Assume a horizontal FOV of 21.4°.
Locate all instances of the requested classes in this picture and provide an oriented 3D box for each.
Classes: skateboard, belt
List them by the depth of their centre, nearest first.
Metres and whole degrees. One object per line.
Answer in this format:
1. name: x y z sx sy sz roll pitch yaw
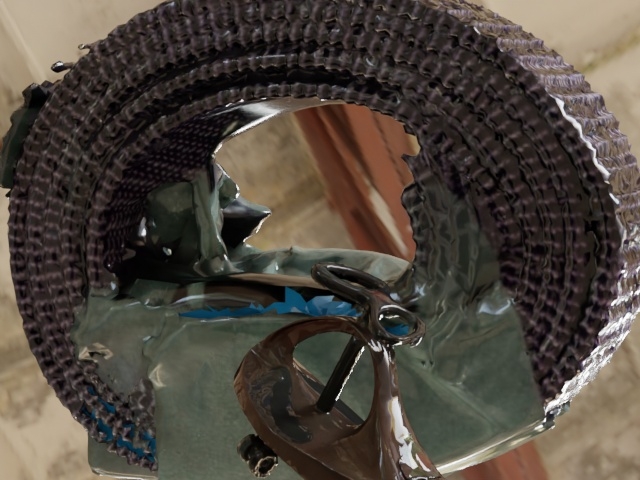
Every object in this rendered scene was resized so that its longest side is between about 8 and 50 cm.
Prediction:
1. skateboard: 0.025 0.072 0.577 0.067 0.151 0.080 0 -57 -45
2. belt: 0.000 0.000 0.841 0.324 0.122 0.260 0 -85 21
